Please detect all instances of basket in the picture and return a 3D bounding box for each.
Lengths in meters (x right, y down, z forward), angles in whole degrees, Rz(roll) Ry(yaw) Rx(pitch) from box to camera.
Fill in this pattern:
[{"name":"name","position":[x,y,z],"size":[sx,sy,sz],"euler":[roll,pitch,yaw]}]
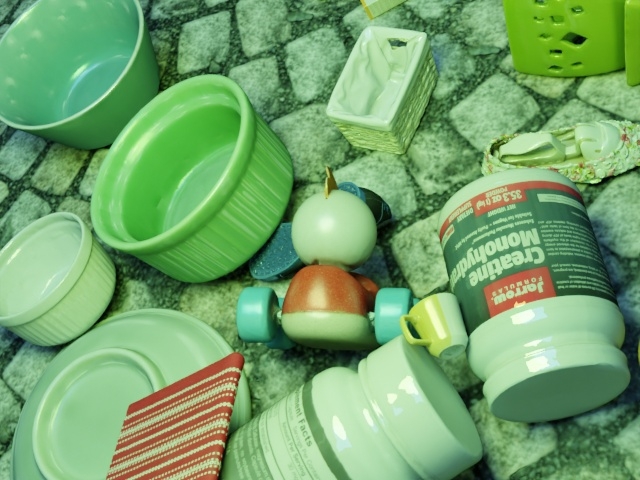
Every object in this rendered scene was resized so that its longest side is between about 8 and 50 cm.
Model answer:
[{"name":"basket","position":[0.100,-0.225,1.512],"size":[0.113,0.103,0.167],"euler":[14,71,29]}]

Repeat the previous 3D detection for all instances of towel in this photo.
[{"name":"towel","position":[-0.185,0.267,1.205],"size":[0.198,0.031,0.275],"euler":[-29,30,25]}]

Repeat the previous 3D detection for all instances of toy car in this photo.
[{"name":"toy car","position":[0.022,0.023,1.320],"size":[0.219,0.210,0.238],"euler":[0,80,14]}]

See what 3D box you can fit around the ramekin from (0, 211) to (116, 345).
[{"name":"ramekin","position":[-0.418,0.068,1.559],"size":[0.207,0.109,0.207],"euler":[-21,42,21]}]

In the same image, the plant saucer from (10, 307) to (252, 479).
[{"name":"plant saucer","position":[-0.297,0.268,1.425],"size":[0.400,0.100,0.401],"euler":[-11,59,19]}]

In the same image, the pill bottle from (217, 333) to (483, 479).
[{"name":"pill bottle","position":[-0.001,0.280,1.194],"size":[0.361,0.204,0.204],"euler":[-35,54,13]}]

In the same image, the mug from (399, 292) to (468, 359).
[{"name":"mug","position":[0.137,0.108,1.179],"size":[0.078,0.062,0.064],"euler":[-20,56,-2]}]

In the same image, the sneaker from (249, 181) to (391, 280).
[{"name":"sneaker","position":[0.000,0.000,1.456],"size":[0.232,0.090,0.081],"euler":[-32,53,31]}]

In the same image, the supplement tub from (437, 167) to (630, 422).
[{"name":"supplement tub","position":[0.259,0.065,1.228],"size":[0.191,0.191,0.272],"euler":[-18,57,14]}]

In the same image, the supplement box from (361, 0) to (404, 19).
[{"name":"supplement box","position":[0.111,-0.419,1.652],"size":[0.098,0.036,0.062],"euler":[-27,56,9]}]

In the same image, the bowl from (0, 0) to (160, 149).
[{"name":"bowl","position":[-0.405,-0.283,1.735],"size":[0.311,0.163,0.312],"euler":[-10,60,19]}]

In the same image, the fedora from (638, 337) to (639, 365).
[{"name":"fedora","position":[0.427,0.131,1.161],"size":[0.079,0.194,0.194],"euler":[-27,47,52]}]

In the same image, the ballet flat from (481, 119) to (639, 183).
[{"name":"ballet flat","position":[0.336,-0.122,1.366],"size":[0.240,0.077,0.091],"euler":[-11,59,18]}]

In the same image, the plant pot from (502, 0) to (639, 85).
[{"name":"plant pot","position":[0.394,-0.362,1.386],"size":[0.207,0.228,0.227],"euler":[19,72,25]}]

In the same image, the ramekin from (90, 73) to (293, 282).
[{"name":"ramekin","position":[-0.186,-0.084,1.501],"size":[0.303,0.148,0.304],"euler":[-22,48,27]}]
